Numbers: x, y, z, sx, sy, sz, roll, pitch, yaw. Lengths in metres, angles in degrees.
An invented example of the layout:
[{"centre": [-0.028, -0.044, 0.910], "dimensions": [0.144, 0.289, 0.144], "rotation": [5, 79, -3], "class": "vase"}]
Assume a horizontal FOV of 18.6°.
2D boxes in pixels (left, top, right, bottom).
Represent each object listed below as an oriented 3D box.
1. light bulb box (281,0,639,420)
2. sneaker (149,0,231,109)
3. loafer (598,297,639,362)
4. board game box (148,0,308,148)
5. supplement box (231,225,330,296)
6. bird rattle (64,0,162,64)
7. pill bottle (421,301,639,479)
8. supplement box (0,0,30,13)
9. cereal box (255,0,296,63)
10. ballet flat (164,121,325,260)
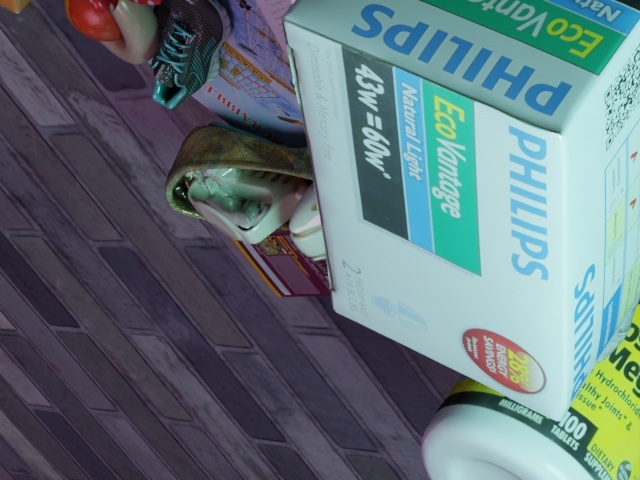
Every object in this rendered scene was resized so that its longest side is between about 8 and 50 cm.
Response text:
[{"centre": [0.174, -0.128, 1.481], "dimensions": [0.225, 0.361, 0.358], "rotation": [25, 149, 24], "class": "light bulb box"}, {"centre": [-0.134, -0.186, 1.923], "dimensions": [0.065, 0.076, 0.166], "rotation": [31, 152, 13], "class": "sneaker"}, {"centre": [0.214, -0.038, 1.707], "dimensions": [0.112, 0.319, 0.111], "rotation": [13, 132, -29], "class": "loafer"}, {"centre": [-0.015, -0.182, 1.943], "dimensions": [0.318, 0.066, 0.318], "rotation": [38, 153, 0], "class": "board game box"}, {"centre": [0.000, 0.000, 2.186], "dimensions": [0.188, 0.081, 0.104], "rotation": [-4, 131, 52], "class": "supplement box"}, {"centre": [-0.220, -0.266, 1.953], "dimensions": [0.253, 0.143, 0.207], "rotation": [24, 154, 42], "class": "bird rattle"}, {"centre": [0.251, 0.112, 1.782], "dimensions": [0.188, 0.334, 0.188], "rotation": [28, 151, 17], "class": "pill bottle"}, {"centre": [-0.336, -0.348, 2.064], "dimensions": [0.080, 0.078, 0.233], "rotation": [30, 152, 16], "class": "supplement box"}, {"centre": [0.039, -0.208, 1.752], "dimensions": [0.173, 0.047, 0.240], "rotation": [-18, 109, 32], "class": "cereal box"}, {"centre": [-0.021, -0.039, 1.973], "dimensions": [0.348, 0.123, 0.123], "rotation": [14, 144, 38], "class": "ballet flat"}]
